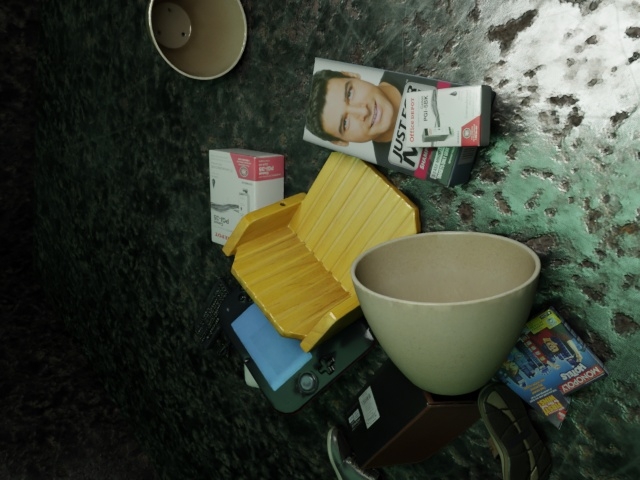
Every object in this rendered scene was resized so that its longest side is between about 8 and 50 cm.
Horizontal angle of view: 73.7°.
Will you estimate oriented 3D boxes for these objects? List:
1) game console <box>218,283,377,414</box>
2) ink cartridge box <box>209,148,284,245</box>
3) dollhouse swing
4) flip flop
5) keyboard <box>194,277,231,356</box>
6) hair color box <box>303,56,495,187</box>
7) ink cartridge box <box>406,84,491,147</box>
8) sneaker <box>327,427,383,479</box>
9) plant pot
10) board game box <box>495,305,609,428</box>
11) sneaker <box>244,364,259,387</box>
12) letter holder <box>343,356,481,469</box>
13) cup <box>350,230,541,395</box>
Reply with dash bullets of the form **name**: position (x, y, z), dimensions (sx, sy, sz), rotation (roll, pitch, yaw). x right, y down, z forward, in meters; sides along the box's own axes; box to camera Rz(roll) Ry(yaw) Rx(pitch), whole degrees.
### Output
- **game console**: position (-0.082, 0.228, 1.165), dimensions (0.342, 0.060, 0.387), rotation (-44, 67, 11)
- **ink cartridge box**: position (-0.215, -0.116, 1.249), dimensions (0.207, 0.117, 0.284), rotation (16, 112, 36)
- **dollhouse swing**: position (0.000, 0.000, 1.006), dimensions (0.347, 0.315, 0.305), rotation (48, 140, 20)
- **flip flop**: position (0.396, 0.422, 0.902), dimensions (0.277, 0.112, 0.080), rotation (65, 168, -6)
- **keyboard**: position (-0.371, 0.303, 1.555), dimensions (0.201, 0.033, 0.317), rotation (48, 128, 19)
- **hair color box**: position (0.146, -0.260, 0.907), dimensions (0.374, 0.113, 0.186), rotation (26, 117, 33)
- **ink cartridge box**: position (0.220, -0.213, 0.746), dimensions (0.135, 0.056, 0.100), rotation (7, 108, 37)
- **sneaker**: position (0.105, 0.643, 1.230), dimensions (0.118, 0.083, 0.222), rotation (-25, 78, 23)
- **plant pot**: position (-0.381, -0.601, 1.194), dimensions (0.274, 0.256, 0.257), rotation (35, 124, 47)
- **board game box**: position (0.443, 0.252, 0.834), dimensions (0.194, 0.060, 0.194), rotation (53, 129, 15)
- **sneaker**: position (-0.189, 0.352, 1.378), dimensions (0.122, 0.106, 0.291), rotation (6, 116, 32)
- **letter holder**: position (0.228, 0.397, 1.016), dimensions (0.302, 0.214, 0.152), rotation (-60, 32, 34)
- **cup**: position (0.237, 0.146, 0.820), dimensions (0.330, 0.331, 0.237), rotation (6, 114, 39)
